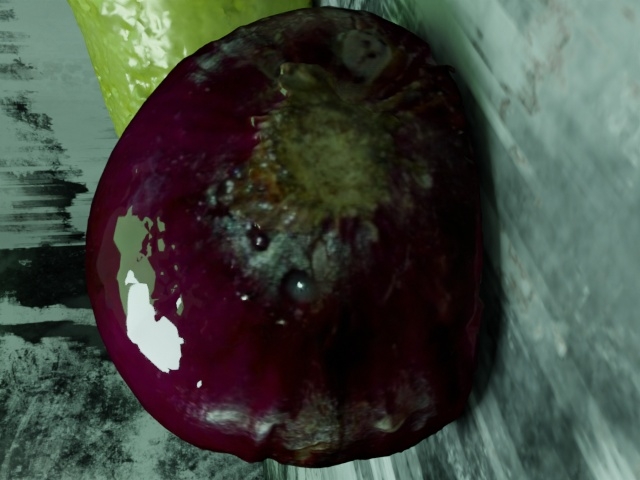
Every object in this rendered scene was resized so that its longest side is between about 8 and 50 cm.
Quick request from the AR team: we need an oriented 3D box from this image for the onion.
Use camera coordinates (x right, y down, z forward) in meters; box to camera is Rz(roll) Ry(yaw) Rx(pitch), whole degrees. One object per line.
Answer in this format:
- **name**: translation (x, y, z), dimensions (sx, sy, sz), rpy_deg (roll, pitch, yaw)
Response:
- **onion**: translation (-0.040, -0.004, 0.473), dimensions (0.282, 0.260, 0.336), rpy_deg (111, 155, -78)

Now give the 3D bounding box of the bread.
- **bread**: translation (-0.179, -0.287, 0.909), dimensions (0.348, 0.349, 0.307), rpy_deg (-112, 19, -62)
